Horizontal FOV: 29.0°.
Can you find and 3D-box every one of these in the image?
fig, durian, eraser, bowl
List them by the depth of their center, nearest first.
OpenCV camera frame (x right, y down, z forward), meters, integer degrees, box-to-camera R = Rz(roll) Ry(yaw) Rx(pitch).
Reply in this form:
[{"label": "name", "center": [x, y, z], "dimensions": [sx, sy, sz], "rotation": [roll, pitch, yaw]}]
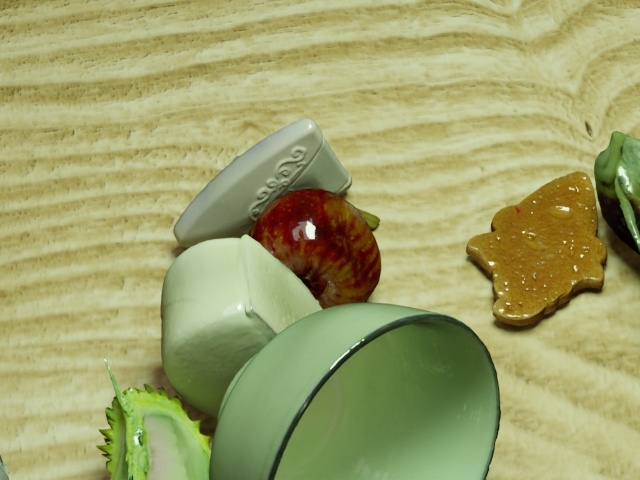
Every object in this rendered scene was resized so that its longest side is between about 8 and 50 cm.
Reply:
[{"label": "bowl", "center": [0.011, 0.216, 1.325], "dimensions": [0.354, 0.354, 0.185], "rotation": [-40, 40, -26]}, {"label": "durian", "center": [-0.184, 0.318, 1.337], "dimensions": [0.157, 0.169, 0.356], "rotation": [-3, 52, 3]}, {"label": "fig", "center": [-0.006, -0.001, 1.600], "dimensions": [0.175, 0.175, 0.207], "rotation": [4, 40, 6]}, {"label": "eraser", "center": [-0.081, -0.051, 1.642], "dimensions": [0.243, 0.204, 0.059], "rotation": [-31, 66, 5]}]

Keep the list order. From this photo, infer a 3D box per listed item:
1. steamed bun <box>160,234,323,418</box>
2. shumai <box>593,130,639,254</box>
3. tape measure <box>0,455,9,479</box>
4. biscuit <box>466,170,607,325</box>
[{"label": "steamed bun", "center": [-0.096, 0.115, 1.463], "dimensions": [0.164, 0.242, 0.146], "rotation": [-24, 47, 20]}, {"label": "shumai", "center": [0.515, -0.071, 1.528], "dimensions": [0.348, 0.395, 0.395], "rotation": [-10, 48, 22]}, {"label": "tape measure", "center": [-0.412, 0.348, 1.361], "dimensions": [0.197, 0.120, 0.236], "rotation": [-24, 50, -13]}, {"label": "biscuit", "center": [0.296, 0.008, 1.644], "dimensions": [0.183, 0.043, 0.280], "rotation": [22, 51, 15]}]
